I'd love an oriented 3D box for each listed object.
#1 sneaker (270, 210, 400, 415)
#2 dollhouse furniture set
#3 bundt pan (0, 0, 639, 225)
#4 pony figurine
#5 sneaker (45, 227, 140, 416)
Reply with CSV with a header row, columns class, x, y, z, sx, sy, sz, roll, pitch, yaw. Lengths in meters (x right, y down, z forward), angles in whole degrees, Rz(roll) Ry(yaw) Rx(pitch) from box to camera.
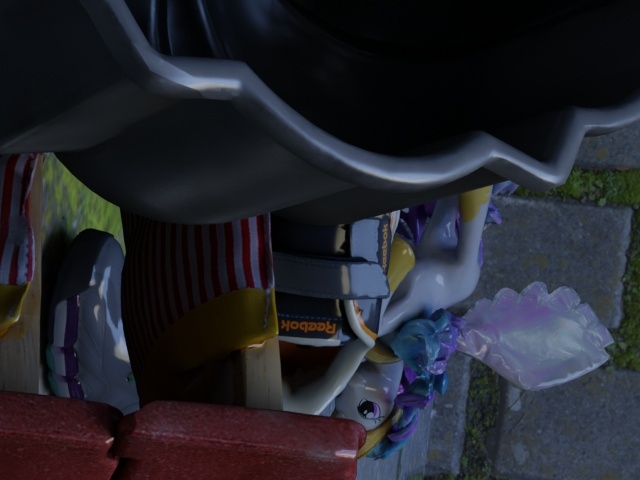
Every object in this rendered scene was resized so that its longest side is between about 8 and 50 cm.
class,x,y,z,sx,sy,sz,roll,pitch,yaw
sneaker,0.000,0.000,1.280,0.127,0.126,0.321,-78,172,-58
dollhouse furniture set,-0.120,0.070,0.648,0.374,0.152,0.201,121,-30,-51
bundt pan,-0.039,-0.146,0.478,0.331,0.124,0.330,20,57,-35
pony figurine,0.116,0.038,1.696,0.351,0.303,0.363,-32,141,-35
sneaker,-0.089,0.089,0.914,0.083,0.098,0.223,-71,165,-50
